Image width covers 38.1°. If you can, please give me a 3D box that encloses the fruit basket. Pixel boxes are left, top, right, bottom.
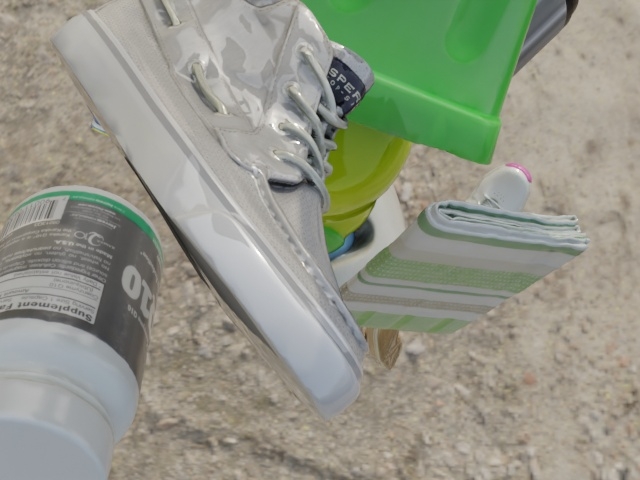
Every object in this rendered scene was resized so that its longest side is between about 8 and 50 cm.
[{"bbox_3d":[-0.019,-0.160,0.749,0.283,0.392,0.391,16,73,-30],"label":"fruit basket"}]

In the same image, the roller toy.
[{"bbox_3d":[0.000,0.000,1.004,0.209,0.191,0.146,-37,113,-51],"label":"roller toy"}]

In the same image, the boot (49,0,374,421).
[{"bbox_3d":[-0.023,-0.048,0.432,0.123,0.095,0.258,-32,59,-9],"label":"boot"}]

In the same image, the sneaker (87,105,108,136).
[{"bbox_3d":[-0.311,-0.204,1.372,0.053,0.144,0.059,17,115,-30],"label":"sneaker"}]

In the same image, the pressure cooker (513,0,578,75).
[{"bbox_3d":[0.368,-0.553,2.098,0.420,0.375,0.370,-43,68,-11],"label":"pressure cooker"}]

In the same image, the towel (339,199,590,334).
[{"bbox_3d":[0.074,0.020,0.569,0.113,0.152,0.023,8,61,-26],"label":"towel"}]

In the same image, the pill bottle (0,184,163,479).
[{"bbox_3d":[-0.296,0.117,1.038,0.204,0.204,0.361,33,32,-24],"label":"pill bottle"}]

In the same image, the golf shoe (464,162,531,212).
[{"bbox_3d":[0.331,-0.034,1.957,0.115,0.306,0.140,39,35,3],"label":"golf shoe"}]

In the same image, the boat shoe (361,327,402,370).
[{"bbox_3d":[0.072,0.132,1.260,0.059,0.170,0.063,22,70,17],"label":"boat shoe"}]
